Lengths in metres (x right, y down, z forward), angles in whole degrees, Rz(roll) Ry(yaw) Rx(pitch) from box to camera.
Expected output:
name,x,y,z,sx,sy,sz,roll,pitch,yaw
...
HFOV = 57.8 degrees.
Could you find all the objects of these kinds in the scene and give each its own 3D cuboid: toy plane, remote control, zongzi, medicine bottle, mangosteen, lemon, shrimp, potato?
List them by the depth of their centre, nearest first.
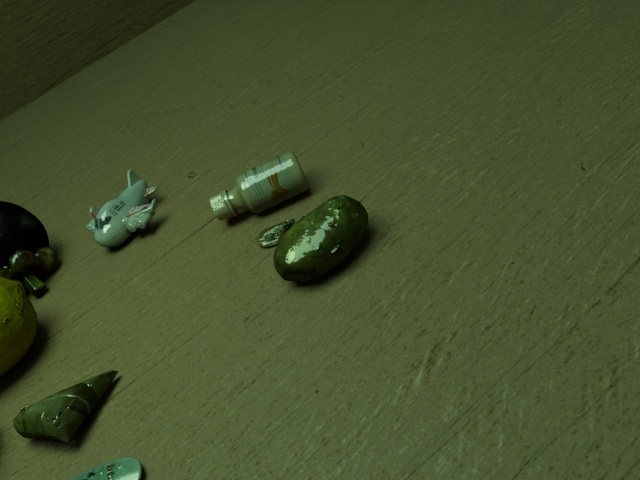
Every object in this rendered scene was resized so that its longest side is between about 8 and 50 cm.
name,x,y,z,sx,sy,sz,roll,pitch,yaw
remote control,-0.437,0.470,1.035,0.256,0.045,0.097,-25,40,-4
zongzi,-0.536,0.337,1.217,0.160,0.078,0.176,-4,34,25
potato,0.000,0.000,1.275,0.251,0.113,0.149,-46,50,-11
lemon,-0.826,0.214,1.360,0.310,0.258,0.258,-37,40,-18
shrimp,-0.106,-0.015,1.416,0.108,0.023,0.059,-26,48,-1
medicine bottle,-0.162,-0.132,1.502,0.252,0.114,0.114,-25,39,2
mangosteen,-0.878,0.046,1.612,0.302,0.275,0.275,39,66,10
toy plane,-0.568,-0.085,1.668,0.252,0.118,0.252,-16,42,15
